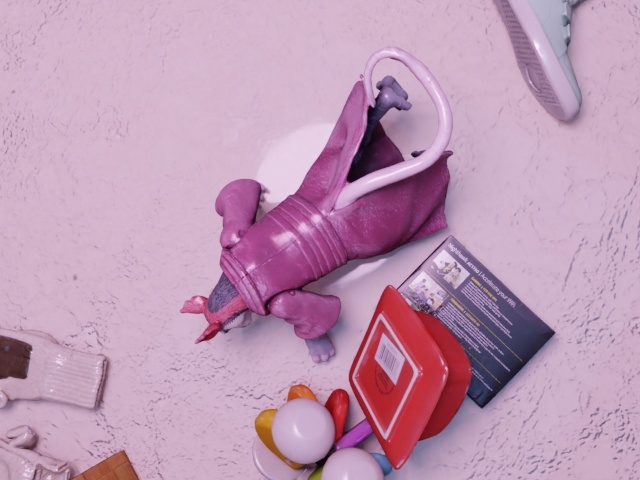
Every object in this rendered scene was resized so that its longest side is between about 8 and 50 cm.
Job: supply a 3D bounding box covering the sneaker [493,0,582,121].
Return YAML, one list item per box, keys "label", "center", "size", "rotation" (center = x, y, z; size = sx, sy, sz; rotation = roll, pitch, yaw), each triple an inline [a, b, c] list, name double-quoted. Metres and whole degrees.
- label: "sneaker"
  center: [0.311, -0.286, 0.896]
  size: [0.151, 0.094, 0.255]
  rotation: [-20, 86, 2]

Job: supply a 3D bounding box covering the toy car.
- label: "toy car"
  center: [0.012, 0.255, 0.883]
  size: [0.182, 0.159, 0.136]
  rotation: [44, 55, 7]

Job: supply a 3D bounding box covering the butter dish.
- label: "butter dish"
  center: [0.121, 0.156, 0.838]
  size: [0.118, 0.160, 0.159]
  rotation: [5, 120, -26]

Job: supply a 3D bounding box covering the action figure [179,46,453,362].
- label: "action figure"
  center: [0.000, 0.000, 0.836]
  size: [0.370, 0.276, 0.248]
  rotation: [-40, 89, -11]

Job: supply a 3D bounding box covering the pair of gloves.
- label: "pair of gloves"
  center: [-0.409, 0.239, 0.956]
  size: [0.204, 0.042, 0.240]
  rotation: [18, 85, 14]

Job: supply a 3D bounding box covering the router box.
- label: "router box"
  center: [0.182, 0.101, 0.908]
  size: [0.179, 0.046, 0.133]
  rotation: [44, 92, 7]

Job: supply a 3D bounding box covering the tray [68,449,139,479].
- label: "tray"
  center: [-0.201, 0.466, 0.848]
  size: [0.076, 0.203, 0.411]
  rotation: [-30, 84, 4]
